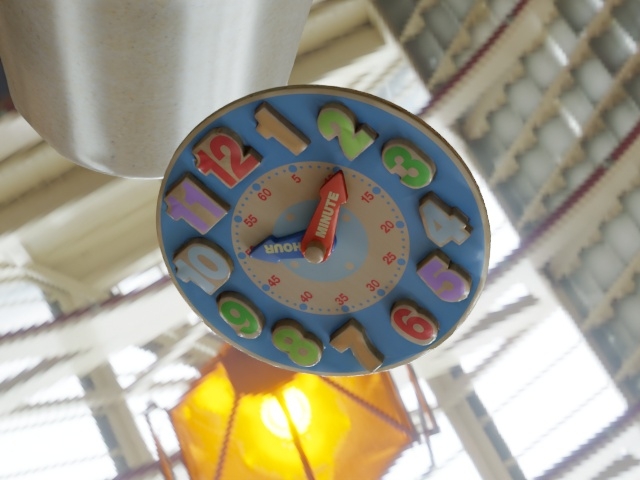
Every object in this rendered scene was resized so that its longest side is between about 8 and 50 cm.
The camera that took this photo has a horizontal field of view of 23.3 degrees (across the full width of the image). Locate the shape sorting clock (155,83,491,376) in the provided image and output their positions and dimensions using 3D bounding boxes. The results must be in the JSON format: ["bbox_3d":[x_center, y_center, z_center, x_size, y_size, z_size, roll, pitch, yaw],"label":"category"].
[{"bbox_3d":[0.000,0.000,0.940,0.206,0.206,0.040,1,-151,14],"label":"shape sorting clock"}]

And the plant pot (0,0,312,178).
[{"bbox_3d":[-0.124,-0.221,1.116,0.334,0.305,0.333,3,-126,-4],"label":"plant pot"}]
